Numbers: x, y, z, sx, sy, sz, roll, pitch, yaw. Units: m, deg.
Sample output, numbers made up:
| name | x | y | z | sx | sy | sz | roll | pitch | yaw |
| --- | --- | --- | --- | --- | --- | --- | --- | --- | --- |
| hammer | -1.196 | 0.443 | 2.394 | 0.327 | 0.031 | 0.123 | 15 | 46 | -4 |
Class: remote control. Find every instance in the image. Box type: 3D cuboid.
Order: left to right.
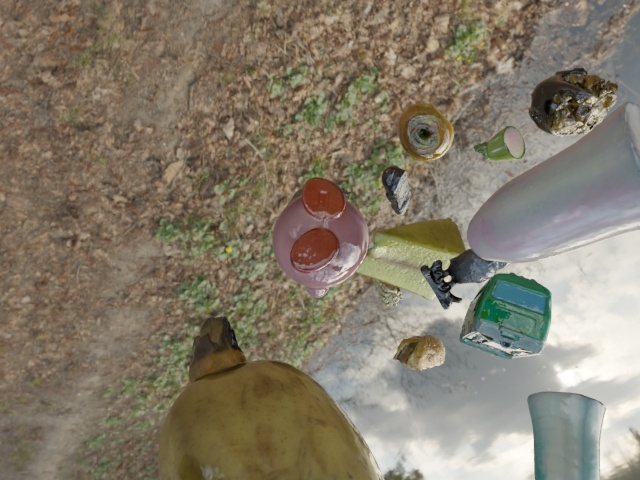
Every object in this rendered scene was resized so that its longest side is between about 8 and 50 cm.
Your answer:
| name | x | y | z | sx | sy | sz | roll | pitch | yaw |
| --- | --- | --- | --- | --- | --- | --- | --- | --- | --- |
| remote control | 0.230 | -0.149 | 1.493 | 0.090 | 0.066 | 0.266 | -57 | 159 | -7 |

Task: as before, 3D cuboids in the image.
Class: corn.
| name | x | y | z | sx | sy | sz | roll | pitch | yaw |
| --- | --- | --- | --- | --- | --- | --- | --- | --- | --- |
| corn | 0.258 | 0.181 | 1.912 | 0.087 | 0.211 | 0.087 | -3 | 113 | -7 |

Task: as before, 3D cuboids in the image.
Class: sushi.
| name | x | y | z | sx | sy | sz | roll | pitch | yaw |
| --- | --- | --- | --- | --- | --- | --- | --- | --- | --- |
| sushi | 0.744 | -0.401 | 1.437 | 0.200 | 0.204 | 0.213 | -28 | 133 | 8 |

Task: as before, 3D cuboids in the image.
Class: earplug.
| name | x | y | z | sx | sy | sz | roll | pitch | yaw |
| --- | --- | --- | --- | --- | --- | --- | --- | --- | --- |
| earplug | 0.349 | -0.049 | 0.728 | 0.172 | 0.172 | 0.301 | 17 | 150 | -29 |
| earplug | 0.603 | 0.557 | 1.197 | 0.184 | 0.324 | 0.185 | 11 | 149 | 7 |

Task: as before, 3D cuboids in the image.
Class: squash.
| name | x | y | z | sx | sy | sz | roll | pitch | yaw |
| --- | --- | --- | --- | --- | --- | --- | --- | --- | --- |
| squash | 0.527 | -0.271 | 1.471 | 0.105 | 0.105 | 0.132 | 20 | 157 | -31 |

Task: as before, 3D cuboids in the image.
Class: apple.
| name | x | y | z | sx | sy | sz | roll | pitch | yaw |
| --- | --- | --- | --- | --- | --- | --- | --- | --- | --- |
| apple | 0.200 | -0.209 | 0.949 | 0.114 | 0.102 | 0.099 | 42 | 114 | -5 |

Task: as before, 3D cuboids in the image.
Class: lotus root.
| name | x | y | z | sx | sy | sz | roll | pitch | yaw |
| --- | --- | --- | --- | --- | --- | --- | --- | --- | --- |
| lotus root | -0.061 | 0.199 | 0.464 | 0.182 | 0.310 | 0.183 | -25 | 141 | -21 |

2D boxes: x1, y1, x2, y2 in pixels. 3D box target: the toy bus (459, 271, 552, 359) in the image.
| name | x | y | z | sx | sy | sz | roll | pitch | yaw |
| --- | --- | --- | --- | --- | --- | --- | --- | --- | --- |
| toy bus | 0.506 | 0.211 | 1.359 | 0.183 | 0.200 | 0.343 | 18 | 168 | 12 |

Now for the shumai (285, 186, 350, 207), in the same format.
| name | x | y | z | sx | sy | sz | roll | pitch | yaw |
| --- | --- | --- | --- | --- | --- | --- | --- | --- | --- |
| shumai | -0.037 | -0.051 | 1.423 | 0.183 | 0.218 | 0.185 | 27 | 154 | -22 |

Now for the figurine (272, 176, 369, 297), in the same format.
| name | x | y | z | sx | sy | sz | roll | pitch | yaw |
| --- | --- | --- | --- | --- | --- | --- | --- | --- | --- |
| figurine | 0.000 | 0.000 | 0.842 | 0.173 | 0.173 | 0.173 | -8 | 137 | -7 |

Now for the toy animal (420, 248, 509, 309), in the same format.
| name | x | y | z | sx | sy | sz | roll | pitch | yaw |
| --- | --- | --- | --- | --- | --- | --- | --- | --- | --- |
| toy animal | 0.345 | 0.065 | 1.106 | 0.210 | 0.121 | 0.117 | -29 | 180 | 31 |

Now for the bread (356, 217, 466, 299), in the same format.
| name | x | y | z | sx | sy | sz | roll | pitch | yaw |
| --- | --- | --- | --- | --- | --- | --- | --- | --- | --- |
| bread | 0.284 | 0.021 | 1.689 | 0.361 | 0.245 | 0.233 | 18 | 128 | -18 |

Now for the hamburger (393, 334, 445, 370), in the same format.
| name | x | y | z | sx | sy | sz | roll | pitch | yaw |
| --- | --- | --- | --- | --- | --- | --- | --- | --- | --- |
| hamburger | 0.417 | 0.445 | 1.973 | 0.262 | 0.124 | 0.131 | 9 | 100 | -50 |
